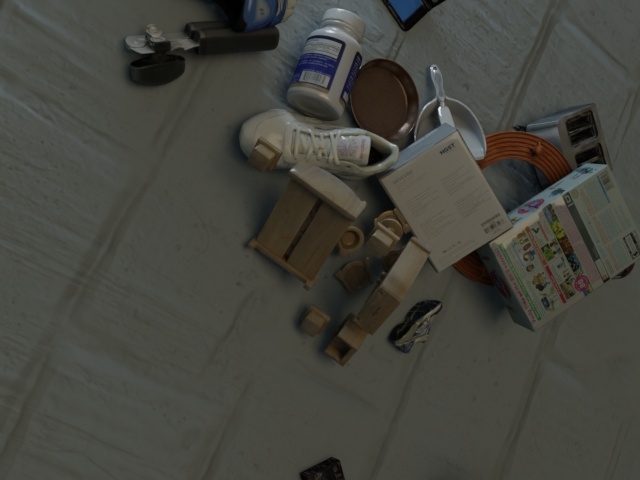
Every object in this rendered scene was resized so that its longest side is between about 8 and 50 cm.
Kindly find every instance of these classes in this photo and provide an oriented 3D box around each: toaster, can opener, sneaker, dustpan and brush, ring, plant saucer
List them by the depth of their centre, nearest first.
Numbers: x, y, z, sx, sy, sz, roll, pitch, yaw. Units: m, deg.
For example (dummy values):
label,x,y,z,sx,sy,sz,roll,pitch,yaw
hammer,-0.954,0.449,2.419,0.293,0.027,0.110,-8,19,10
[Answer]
label,x,y,z,sx,sy,sz,roll,pitch,yaw
sneaker,-0.179,-0.500,1.329,0.147,0.130,0.330,-36,94,-30
can opener,-0.206,-0.337,1.373,0.280,0.074,0.093,-17,131,-28
sneaker,0.004,-0.180,1.434,0.305,0.152,0.114,5,88,-29
plant saucer,0.123,-0.278,1.578,0.168,0.029,0.168,1,89,-30
sneaker,0.199,0.175,1.603,0.135,0.052,0.058,-40,118,-17
dustpan and brush,0.252,-0.263,1.626,0.147,0.060,0.211,-8,64,-5
ring,0.402,-0.063,1.673,0.336,0.032,0.336,-3,100,-15
toaster,0.556,-0.210,1.785,0.186,0.110,0.168,-22,99,-29

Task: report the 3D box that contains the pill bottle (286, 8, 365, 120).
label,x,y,z,sx,sy,sz,roll,pitch,yaw
pill bottle,0.017,-0.328,1.469,0.112,0.112,0.186,27,75,-27

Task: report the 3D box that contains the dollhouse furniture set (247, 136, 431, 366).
label,x,y,z,sx,sy,sz,roll,pitch,yaw
dollhouse furniture set,0.000,0.000,1.447,0.355,0.303,0.174,37,39,3

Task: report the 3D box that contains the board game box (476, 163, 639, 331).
label,x,y,z,sx,sy,sz,roll,pitch,yaw
board game box,0.498,0.011,1.645,0.303,0.097,0.224,-32,105,-8

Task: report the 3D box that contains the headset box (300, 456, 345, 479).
label,x,y,z,sx,sy,sz,roll,pitch,yaw
headset box,0.003,0.454,1.482,0.083,0.032,0.062,-19,97,-29

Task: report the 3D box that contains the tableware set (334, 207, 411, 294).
label,x,y,z,sx,sy,sz,roll,pitch,yaw
tableware set,0.101,0.022,1.521,0.169,0.020,0.141,-20,112,-7

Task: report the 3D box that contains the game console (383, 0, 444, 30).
label,x,y,z,sx,sy,sz,roll,pitch,yaw
game console,0.191,-0.522,1.596,0.144,0.124,0.085,51,39,-20

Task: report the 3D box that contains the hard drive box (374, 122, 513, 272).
label,x,y,z,sx,sy,sz,roll,pitch,yaw
hard drive box,0.240,-0.084,1.562,0.181,0.089,0.232,-32,108,4

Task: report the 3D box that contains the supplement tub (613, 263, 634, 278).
label,x,y,z,sx,sy,sz,roll,pitch,yaw
supplement tub,0.622,0.036,1.819,0.198,0.106,0.106,3,87,-30
